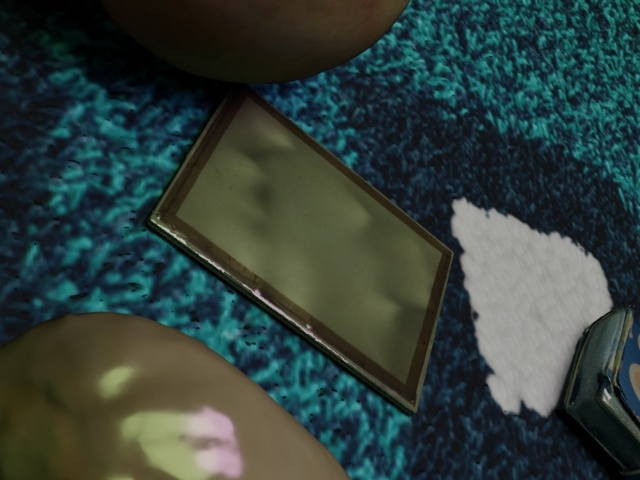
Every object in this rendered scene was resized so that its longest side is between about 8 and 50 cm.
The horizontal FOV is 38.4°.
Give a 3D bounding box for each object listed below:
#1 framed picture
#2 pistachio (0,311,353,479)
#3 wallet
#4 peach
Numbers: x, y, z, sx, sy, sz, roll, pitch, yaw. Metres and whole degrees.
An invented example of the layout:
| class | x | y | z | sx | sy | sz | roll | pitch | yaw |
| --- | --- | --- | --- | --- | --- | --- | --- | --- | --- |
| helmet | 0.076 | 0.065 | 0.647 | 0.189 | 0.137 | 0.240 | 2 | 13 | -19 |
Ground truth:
| class | x | y | z | sx | sy | sz | roll | pitch | yaw |
| --- | --- | --- | --- | --- | --- | --- | --- | --- | --- |
| framed picture | 0.000 | 0.000 | 0.664 | 0.231 | 0.010 | 0.173 | 39 | 43 | -15 |
| pistachio | -0.066 | 0.116 | 0.439 | 0.223 | 0.126 | 0.152 | 36 | 8 | -18 |
| wallet | 0.292 | 0.166 | 0.774 | 0.202 | 0.059 | 0.141 | 49 | 35 | -6 |
| peach | -0.058 | -0.245 | 0.615 | 0.292 | 0.247 | 0.292 | 10 | 76 | -45 |
